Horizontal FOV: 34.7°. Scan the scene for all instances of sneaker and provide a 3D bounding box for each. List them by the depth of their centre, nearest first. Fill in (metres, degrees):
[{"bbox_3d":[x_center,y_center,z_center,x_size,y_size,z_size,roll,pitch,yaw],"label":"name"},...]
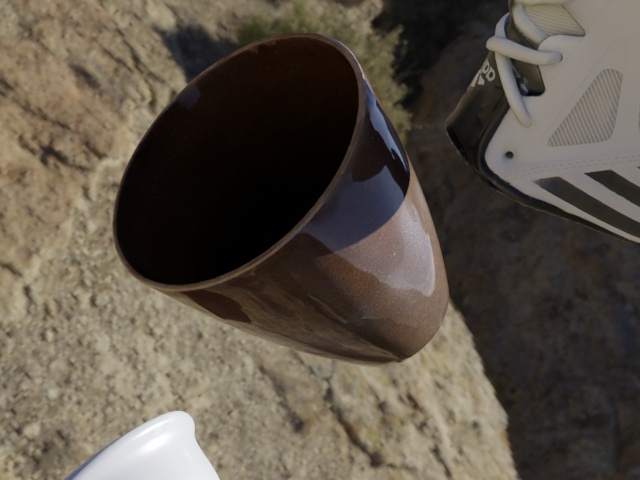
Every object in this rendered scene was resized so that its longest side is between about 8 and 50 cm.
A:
[{"bbox_3d":[0.152,-0.169,0.622,0.447,0.257,0.169,52,22,-17],"label":"sneaker"}]

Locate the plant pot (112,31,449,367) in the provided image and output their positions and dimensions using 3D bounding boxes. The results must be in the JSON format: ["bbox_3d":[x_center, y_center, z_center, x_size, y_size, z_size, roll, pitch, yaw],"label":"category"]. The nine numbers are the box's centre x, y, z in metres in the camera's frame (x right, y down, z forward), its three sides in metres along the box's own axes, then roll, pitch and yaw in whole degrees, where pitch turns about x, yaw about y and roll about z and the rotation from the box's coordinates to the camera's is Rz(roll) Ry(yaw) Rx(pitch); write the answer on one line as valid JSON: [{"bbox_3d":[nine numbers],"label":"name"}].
[{"bbox_3d":[0.000,0.000,0.781,0.230,0.215,0.215,44,23,-41],"label":"plant pot"}]

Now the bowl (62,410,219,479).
[{"bbox_3d":[-0.174,0.297,0.867,0.134,0.298,0.298,41,22,13],"label":"bowl"}]
